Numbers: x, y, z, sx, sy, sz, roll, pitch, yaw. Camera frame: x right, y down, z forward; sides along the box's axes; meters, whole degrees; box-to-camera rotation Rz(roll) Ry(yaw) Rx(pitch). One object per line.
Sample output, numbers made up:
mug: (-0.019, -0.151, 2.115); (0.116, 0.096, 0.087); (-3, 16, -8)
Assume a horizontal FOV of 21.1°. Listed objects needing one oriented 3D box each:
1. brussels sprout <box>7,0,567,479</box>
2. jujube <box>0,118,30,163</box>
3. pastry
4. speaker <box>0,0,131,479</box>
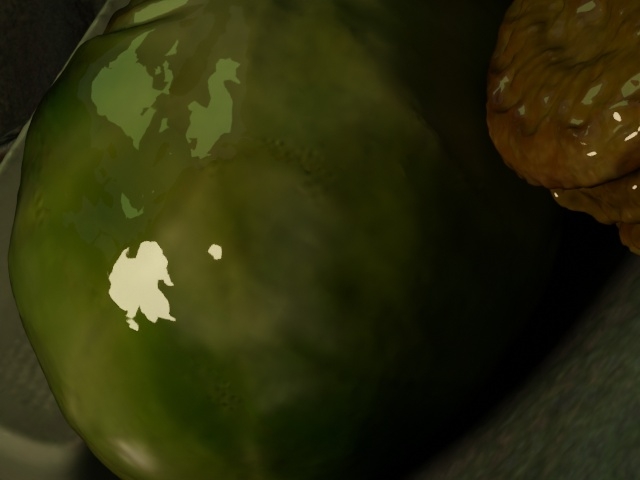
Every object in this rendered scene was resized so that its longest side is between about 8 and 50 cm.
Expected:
brussels sprout: (-0.020, -0.021, 0.893); (0.344, 0.268, 0.344); (-58, 14, 23)
jujube: (-0.186, -0.033, 1.577); (0.246, 0.215, 0.308); (-30, 6, -12)
pastry: (0.195, -0.099, 0.748); (0.235, 0.132, 0.240); (-17, 42, 52)
speaker: (-0.140, 0.002, 1.185); (0.184, 0.183, 0.406); (103, -167, -61)
